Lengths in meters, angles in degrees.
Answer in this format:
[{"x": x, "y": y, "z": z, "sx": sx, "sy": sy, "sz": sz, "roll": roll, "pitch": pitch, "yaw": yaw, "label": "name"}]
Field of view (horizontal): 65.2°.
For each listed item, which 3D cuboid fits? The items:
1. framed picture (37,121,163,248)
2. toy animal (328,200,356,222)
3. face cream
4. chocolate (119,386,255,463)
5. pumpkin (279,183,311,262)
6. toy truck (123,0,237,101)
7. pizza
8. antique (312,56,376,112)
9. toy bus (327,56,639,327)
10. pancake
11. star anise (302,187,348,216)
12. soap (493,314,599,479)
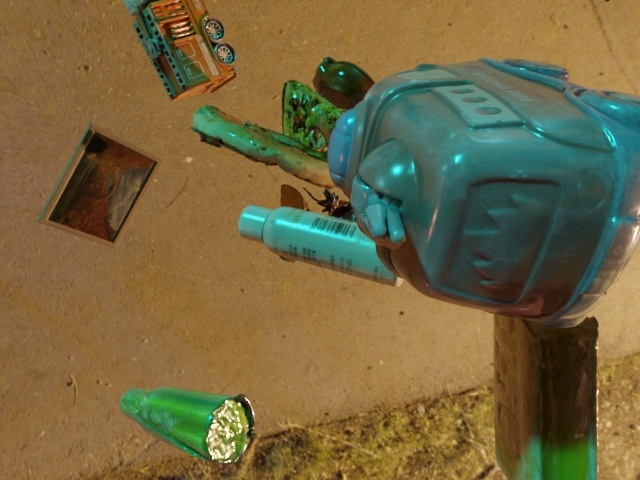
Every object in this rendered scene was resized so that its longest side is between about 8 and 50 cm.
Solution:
[{"x": -0.496, "y": -0.117, "z": 1.141, "sx": 0.184, "sy": 0.016, "sz": 0.249, "roll": 28, "pitch": 94, "yaw": -43, "label": "framed picture"}, {"x": 0.105, "y": -0.069, "z": 1.124, "sx": 0.233, "sy": 0.121, "sz": 0.168, "roll": -53, "pitch": 160, "yaw": -11, "label": "toy animal"}, {"x": 0.000, "y": 0.000, "z": 0.763, "sx": 0.269, "sy": 0.082, "sz": 0.081, "roll": 15, "pitch": 90, "yaw": 17, "label": "face cream"}, {"x": -0.248, "y": 0.303, "z": 0.864, "sx": 0.110, "sy": 0.291, "sz": 0.110, "roll": 5, "pitch": 83, "yaw": -51, "label": "chocolate"}, {"x": -0.058, "y": -0.057, "z": 1.804, "sx": 0.163, "sy": 0.111, "sz": 0.278, "roll": 10, "pitch": 80, "yaw": -53, "label": "pumpkin"}, {"x": -0.415, "y": -0.605, "z": 1.417, "sx": 0.207, "sy": 0.174, "sz": 0.387, "roll": -36, "pitch": 107, "yaw": -38, "label": "toy truck"}, {"x": -0.027, "y": -0.279, "z": 1.368, "sx": 0.074, "sy": 0.288, "sz": 0.251, "roll": -16, "pitch": 133, "yaw": -35, "label": "pizza"}, {"x": 0.092, "y": -0.538, "z": 1.827, "sx": 0.278, "sy": 0.223, "sz": 0.129, "roll": 40, "pitch": 67, "yaw": -4, "label": "antique"}, {"x": 0.128, "y": -0.059, "z": 0.457, "sx": 0.232, "sy": 0.294, "sz": 0.197, "roll": 2, "pitch": 121, "yaw": -12, "label": "toy bus"}, {"x": -0.104, "y": -0.208, "z": 1.106, "sx": 0.383, "sy": 0.382, "sz": 0.071, "roll": 15, "pitch": 105, "yaw": -28, "label": "pancake"}, {"x": 0.016, "y": -0.153, "z": 1.912, "sx": 0.191, "sy": 0.070, "sz": 0.097, "roll": 34, "pitch": 96, "yaw": -22, "label": "star anise"}, {"x": 0.253, "y": 0.149, "z": 0.578, "sx": 0.080, "sy": 0.160, "sz": 0.257, "roll": 0, "pitch": 87, "yaw": 5, "label": "soap"}]
